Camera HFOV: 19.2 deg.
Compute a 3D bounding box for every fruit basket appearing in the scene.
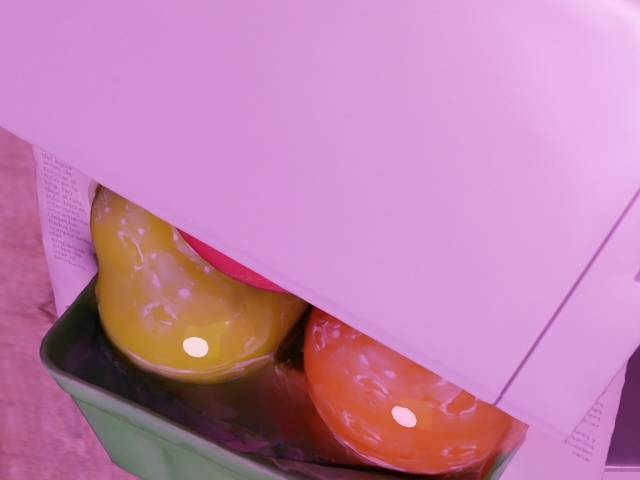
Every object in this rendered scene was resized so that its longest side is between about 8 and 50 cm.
[{"bbox_3d":[0.000,0.000,0.906,0.327,0.165,0.353,22,135,20],"label":"fruit basket"}]

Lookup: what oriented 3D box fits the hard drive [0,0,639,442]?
[{"bbox_3d":[-0.014,-0.082,0.706,0.353,0.047,0.233,30,138,3],"label":"hard drive"}]

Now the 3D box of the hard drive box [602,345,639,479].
[{"bbox_3d":[0.134,0.144,1.182,0.232,0.089,0.181,0,146,12],"label":"hard drive box"}]
